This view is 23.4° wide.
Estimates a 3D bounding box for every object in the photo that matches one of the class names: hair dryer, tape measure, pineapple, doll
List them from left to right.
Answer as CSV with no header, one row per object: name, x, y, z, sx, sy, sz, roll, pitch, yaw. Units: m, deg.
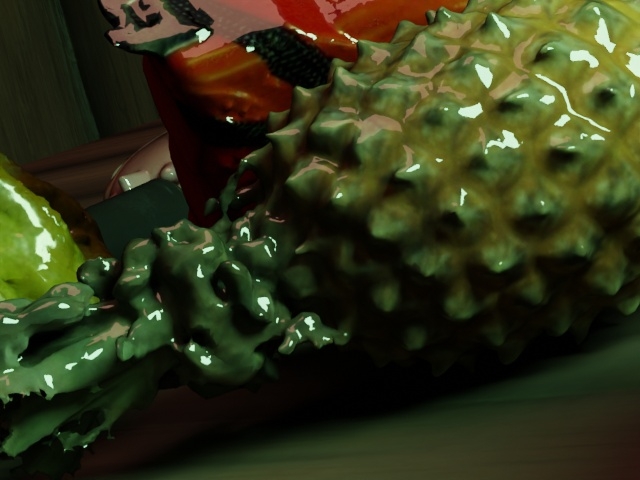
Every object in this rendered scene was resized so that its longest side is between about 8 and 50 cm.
hair dryer,-0.236,0.020,1.331,0.255,0.070,0.128,-18,6,36
doll,-0.121,-0.082,1.581,0.262,0.093,0.211,-28,3,5
pineapple,0.000,0.000,0.690,0.361,0.175,0.175,-19,9,-12
tape measure,0.028,-0.072,0.844,0.260,0.253,0.114,-19,49,-9

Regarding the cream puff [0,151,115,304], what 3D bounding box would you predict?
cream puff,-0.224,0.036,0.815,0.244,0.196,0.244,-38,18,15
